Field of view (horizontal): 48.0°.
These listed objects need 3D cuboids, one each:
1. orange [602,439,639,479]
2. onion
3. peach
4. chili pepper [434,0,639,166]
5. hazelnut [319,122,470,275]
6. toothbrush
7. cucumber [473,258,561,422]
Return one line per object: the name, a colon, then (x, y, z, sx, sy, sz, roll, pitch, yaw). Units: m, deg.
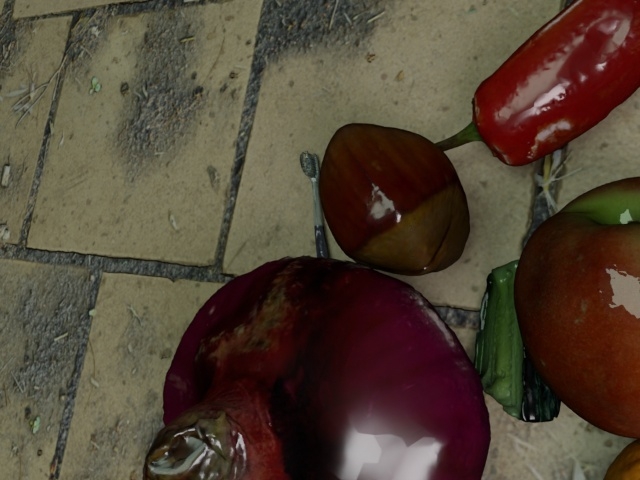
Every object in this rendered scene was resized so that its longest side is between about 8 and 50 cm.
orange: (0.360, 0.269, 0.685, 0.177, 0.155, 0.178, -5, 75, 18)
onion: (-0.027, 0.189, 0.779, 0.398, 0.420, 0.399, -7, 71, 22)
peach: (0.314, 0.067, 0.713, 0.252, 0.252, 0.253, -8, 73, 28)
chili pepper: (0.253, -0.163, 0.878, 0.338, 0.134, 0.131, -37, 74, 15)
hazelnut: (0.084, -0.049, 0.897, 0.180, 0.212, 0.181, 13, 76, 33)
toothbrush: (0.000, 0.000, 1.046, 0.024, 0.026, 0.288, -18, 69, 29)
cucumber: (0.237, 0.120, 0.843, 0.085, 0.115, 0.193, 6, 70, -13)
